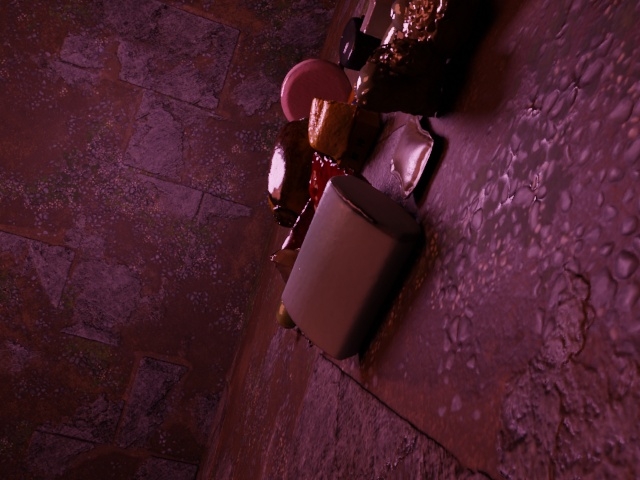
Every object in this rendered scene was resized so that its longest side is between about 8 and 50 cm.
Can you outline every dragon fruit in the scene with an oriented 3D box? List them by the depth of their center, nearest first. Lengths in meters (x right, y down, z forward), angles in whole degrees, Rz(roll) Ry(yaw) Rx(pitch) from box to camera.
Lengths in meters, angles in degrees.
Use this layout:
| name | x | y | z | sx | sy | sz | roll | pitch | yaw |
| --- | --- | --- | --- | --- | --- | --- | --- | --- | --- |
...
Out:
| name | x | y | z | sx | sy | sz | roll | pitch | yaw |
| --- | --- | --- | --- | --- | --- | --- | --- | --- | --- |
| dragon fruit | 0.056 | -0.045 | 1.226 | 0.343 | 0.100 | 0.282 | -132 | 41 | -67 |
| dragon fruit | 0.000 | 0.000 | 1.468 | 0.262 | 0.134 | 0.211 | -60 | -6 | -20 |

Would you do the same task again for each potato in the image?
| name | x | y | z | sx | sy | sz | roll | pitch | yaw |
| --- | --- | --- | --- | --- | --- | --- | --- | --- | --- |
| potato | 0.000 | 0.113 | 1.277 | 0.100 | 0.261 | 0.120 | 3 | 37 | 39 |

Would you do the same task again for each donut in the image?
| name | x | y | z | sx | sy | sz | roll | pitch | yaw |
| --- | --- | --- | --- | --- | --- | --- | --- | --- | --- |
| donut | 0.029 | -0.289 | 1.487 | 0.259 | 0.101 | 0.152 | -129 | 50 | -72 |

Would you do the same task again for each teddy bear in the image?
| name | x | y | z | sx | sy | sz | roll | pitch | yaw |
| --- | --- | --- | --- | --- | --- | --- | --- | --- | --- |
| teddy bear | 0.172 | -0.342 | 0.992 | 0.267 | 0.156 | 0.256 | -66 | -1 | -62 |

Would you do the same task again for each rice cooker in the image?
| name | x | y | z | sx | sy | sz | roll | pitch | yaw |
| --- | --- | --- | --- | --- | --- | --- | --- | --- | --- |
| rice cooker | 0.122 | -0.595 | 1.742 | 0.203 | 0.118 | 0.142 | -85 | 15 | -45 |

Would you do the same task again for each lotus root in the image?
| name | x | y | z | sx | sy | sz | roll | pitch | yaw |
| --- | --- | --- | --- | --- | --- | --- | --- | --- | --- |
| lotus root | -0.065 | -0.208 | 1.676 | 0.196 | 0.179 | 0.397 | 121 | 164 | -55 |

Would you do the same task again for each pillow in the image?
| name | x | y | z | sx | sy | sz | roll | pitch | yaw |
| --- | --- | --- | --- | --- | --- | --- | --- | --- | --- |
| pillow | 0.166 | -0.158 | 1.061 | 0.217 | 0.033 | 0.130 | -94 | 24 | -63 |

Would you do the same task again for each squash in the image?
| name | x | y | z | sx | sy | sz | roll | pitch | yaw |
| --- | --- | --- | --- | --- | --- | --- | --- | --- | --- |
| squash | -0.069 | 0.140 | 1.696 | 0.083 | 0.083 | 0.250 | 141 | 148 | -72 |

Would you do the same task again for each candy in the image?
| name | x | y | z | sx | sy | sz | roll | pitch | yaw |
| --- | --- | --- | --- | --- | --- | --- | --- | --- | --- |
| candy | -0.007 | -0.484 | 1.912 | 0.094 | 0.255 | 0.255 | -94 | 23 | -64 |

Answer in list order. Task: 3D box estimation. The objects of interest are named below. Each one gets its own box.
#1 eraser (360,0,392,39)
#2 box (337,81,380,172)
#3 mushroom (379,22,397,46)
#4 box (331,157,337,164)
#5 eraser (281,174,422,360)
| name | x | y | z | sx | sy | sz | roll | pitch | yaw |
| --- | --- | --- | --- | --- | --- | --- | --- | --- | --- |
| eraser | 0.209 | -0.588 | 1.214 | 0.078 | 0.144 | 0.343 | -103 | 32 | -66 |
| box | 0.098 | -0.307 | 1.553 | 0.237 | 0.070 | 0.152 | -85 | 15 | -52 |
| mushroom | 0.195 | -0.427 | 1.135 | 0.087 | 0.107 | 0.333 | 63 | 151 | 18 |
| box | 0.017 | -0.133 | 1.759 | 0.211 | 0.045 | 0.270 | -91 | 21 | -59 |
| eraser | 0.043 | 0.049 | 1.022 | 0.189 | 0.104 | 0.290 | 42 | 126 | 27 |
